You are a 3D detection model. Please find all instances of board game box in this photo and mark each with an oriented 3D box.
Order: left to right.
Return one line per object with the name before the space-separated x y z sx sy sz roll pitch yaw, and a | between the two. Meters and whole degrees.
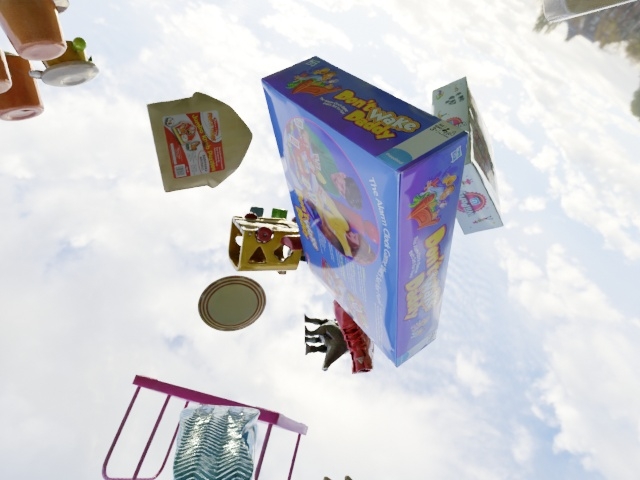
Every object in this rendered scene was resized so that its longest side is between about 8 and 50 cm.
board game box | 0.050 -0.019 0.518 0.078 0.347 0.233 -31 -129 -17
board game box | 0.345 -0.201 0.967 0.224 0.098 0.303 44 -136 -38

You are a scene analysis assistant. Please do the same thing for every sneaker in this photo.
sneaker | -0.105 0.227 0.400 0.088 0.229 0.092 5 -94 -7
sneaker | 0.093 0.242 0.994 0.128 0.087 0.221 -93 -23 -53

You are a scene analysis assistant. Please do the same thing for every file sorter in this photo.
file sorter | -0.204 0.387 0.745 0.291 0.202 0.182 7 -117 18

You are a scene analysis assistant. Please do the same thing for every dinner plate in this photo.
dinner plate | -0.183 0.131 0.847 0.141 0.017 0.141 1 -132 -1

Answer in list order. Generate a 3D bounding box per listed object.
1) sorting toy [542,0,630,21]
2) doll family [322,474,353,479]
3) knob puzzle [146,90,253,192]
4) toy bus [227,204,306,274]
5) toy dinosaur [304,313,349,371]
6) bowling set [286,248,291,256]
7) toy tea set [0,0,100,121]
sorting toy | 0.277 -0.313 0.254 0.257 0.255 0.089 -18 -160 -6
doll family | -0.024 0.444 0.636 0.076 0.193 0.111 28 -160 29
knob puzzle | -0.230 -0.198 0.808 0.213 0.213 0.030 -4 -153 -32
toy bus | -0.075 0.011 0.771 0.202 0.104 0.191 16 -163 16
toy dinosaur | 0.032 0.278 1.172 0.160 0.313 0.121 -1 -90 -4
bowling set | 0.000 0.000 1.206 0.200 0.154 0.287 -2 -159 -7
toy tea set | -0.480 -0.289 0.620 0.200 0.336 0.124 -37 -71 -65
